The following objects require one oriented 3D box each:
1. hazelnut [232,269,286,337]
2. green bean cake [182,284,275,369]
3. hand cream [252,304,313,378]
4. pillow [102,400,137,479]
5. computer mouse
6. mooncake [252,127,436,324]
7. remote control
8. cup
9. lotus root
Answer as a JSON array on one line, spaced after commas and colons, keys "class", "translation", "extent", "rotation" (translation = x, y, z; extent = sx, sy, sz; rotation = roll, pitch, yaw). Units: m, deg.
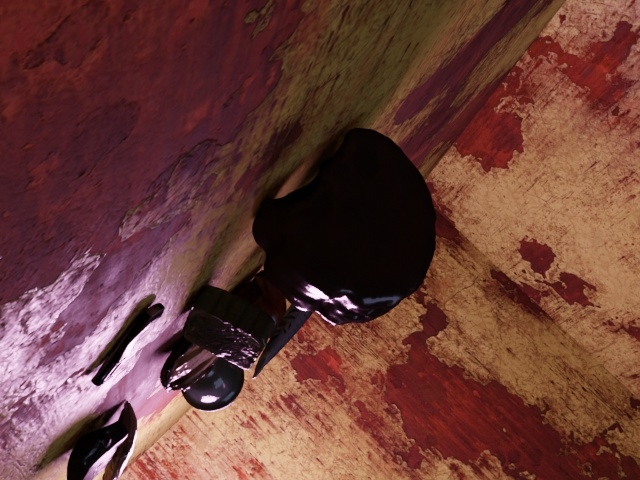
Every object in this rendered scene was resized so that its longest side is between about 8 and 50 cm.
[{"class": "hazelnut", "translation": [-0.176, 0.176, 2.041], "extent": [0.170, 0.160, 0.201], "rotation": [-36, -145, 20]}, {"class": "green bean cake", "translation": [-0.203, 0.190, 1.696], "extent": [0.094, 0.183, 0.185], "rotation": [-62, -178, -30]}, {"class": "hand cream", "translation": [-0.077, 0.207, 1.739], "extent": [0.256, 0.055, 0.088], "rotation": [-55, -178, -38]}, {"class": "pillow", "translation": [-0.531, 0.551, 2.034], "extent": [0.255, 0.059, 0.169], "rotation": [124, -29, -44]}, {"class": "computer mouse", "translation": [-0.566, 0.525, 1.873], "extent": [0.264, 0.088, 0.147], "rotation": [-49, 176, 40]}, {"class": "mooncake", "translation": [0.057, -0.012, 1.564], "extent": [0.381, 0.350, 0.212], "rotation": [-30, 175, -33]}, {"class": "remote control", "translation": [-0.359, 0.195, 1.424], "extent": [0.212, 0.028, 0.059], "rotation": [-49, 172, 24]}, {"class": "cup", "translation": [-0.335, 0.387, 2.254], "extent": [0.199, 0.199, 0.150], "rotation": [-44, 155, -17]}, {"class": "lotus root", "translation": [-0.342, 0.297, 2.010], "extent": [0.329, 0.078, 0.167], "rotation": [-25, 136, -68]}]
